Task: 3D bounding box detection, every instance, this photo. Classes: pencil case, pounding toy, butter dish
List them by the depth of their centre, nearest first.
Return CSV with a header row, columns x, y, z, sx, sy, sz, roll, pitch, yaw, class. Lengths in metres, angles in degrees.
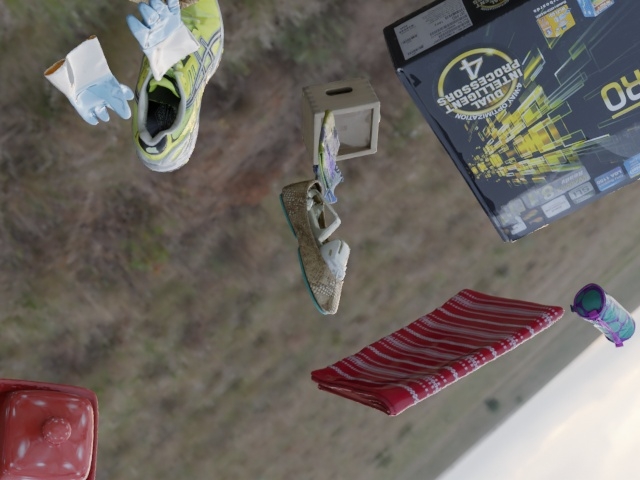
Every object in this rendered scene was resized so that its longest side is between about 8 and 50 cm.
x,y,z,sx,sy,sz,roll,pitch,yaw,class
-0.342,0.245,1.513,0.160,0.160,0.118,10,157,-26,butter dish
0.041,-0.202,2.003,0.141,0.100,0.130,-12,138,-13,pounding toy
0.499,0.132,2.139,0.064,0.070,0.152,-15,150,31,pencil case

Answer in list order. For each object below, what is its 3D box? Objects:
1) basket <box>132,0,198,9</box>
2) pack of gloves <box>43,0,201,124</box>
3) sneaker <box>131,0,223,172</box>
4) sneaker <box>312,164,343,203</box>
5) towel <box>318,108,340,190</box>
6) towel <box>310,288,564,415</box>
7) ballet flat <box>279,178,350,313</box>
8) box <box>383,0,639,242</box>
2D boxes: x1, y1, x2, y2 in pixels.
x,y,z,sx,sy,sz,roll,pitch,yaw,class
-0.195,-0.494,1.975,0.299,0.213,0.223,-33,-145,26,basket
-0.245,-0.228,1.618,0.195,0.046,0.232,-37,168,-3,pack of gloves
-0.257,-0.319,2.214,0.147,0.145,0.384,107,-11,-85,sneaker
0.016,-0.136,2.406,0.052,0.058,0.135,-146,-119,-74,sneaker
0.009,-0.103,1.377,0.083,0.009,0.060,-79,162,-48,towel
0.142,0.133,1.520,0.275,0.031,0.199,-26,-164,-25,towel
0.000,0.000,1.645,0.067,0.206,0.073,-29,152,17,ballet flat
0.313,-0.201,1.373,0.395,0.097,0.318,-27,134,12,box
